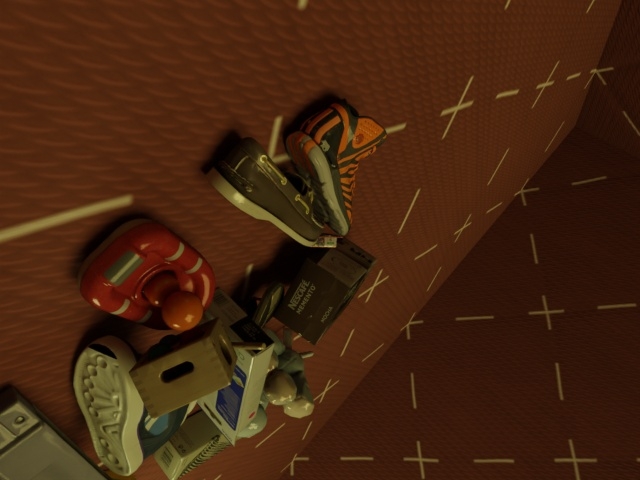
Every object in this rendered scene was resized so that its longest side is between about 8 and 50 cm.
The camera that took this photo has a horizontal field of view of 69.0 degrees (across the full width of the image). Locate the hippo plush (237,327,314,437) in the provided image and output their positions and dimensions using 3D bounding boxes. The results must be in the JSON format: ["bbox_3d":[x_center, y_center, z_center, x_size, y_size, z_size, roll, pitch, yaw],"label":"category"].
[{"bbox_3d":[-0.171,0.367,1.219,0.237,0.234,0.294,-36,-161,10],"label":"hippo plush"}]

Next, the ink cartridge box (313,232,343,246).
[{"bbox_3d":[0.000,0.000,1.026,0.063,0.115,0.029,1,95,-20],"label":"ink cartridge box"}]

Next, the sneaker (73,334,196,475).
[{"bbox_3d":[-0.320,0.258,0.888,0.236,0.130,0.322,-46,148,-56],"label":"sneaker"}]

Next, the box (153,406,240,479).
[{"bbox_3d":[-0.304,0.525,1.271,0.275,0.094,0.113,-13,136,-52],"label":"box"}]

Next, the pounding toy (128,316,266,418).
[{"bbox_3d":[-0.193,0.179,0.784,0.181,0.094,0.206,-24,-174,-3],"label":"pounding toy"}]

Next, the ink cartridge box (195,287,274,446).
[{"bbox_3d":[-0.205,0.289,1.018,0.069,0.176,0.370,-27,146,-42],"label":"ink cartridge box"}]

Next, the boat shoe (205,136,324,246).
[{"bbox_3d":[-0.066,-0.077,0.829,0.096,0.116,0.324,-50,149,5],"label":"boat shoe"}]

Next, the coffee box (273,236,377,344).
[{"bbox_3d":[0.022,0.109,1.134,0.168,0.119,0.297,-59,170,17],"label":"coffee box"}]

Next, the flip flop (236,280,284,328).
[{"bbox_3d":[-0.170,0.183,1.057,0.277,0.080,0.112,-52,176,40],"label":"flip flop"}]

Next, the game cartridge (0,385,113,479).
[{"bbox_3d":[-0.489,0.420,0.740,0.230,0.068,0.354,-41,134,-29],"label":"game cartridge"}]

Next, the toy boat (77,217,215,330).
[{"bbox_3d":[-0.236,0.079,0.711,0.151,0.151,0.231,-47,155,-7],"label":"toy boat"}]

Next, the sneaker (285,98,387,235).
[{"bbox_3d":[0.056,-0.141,0.925,0.180,0.125,0.321,-43,154,-13],"label":"sneaker"}]

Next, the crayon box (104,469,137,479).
[{"bbox_3d":[-0.599,0.680,0.980,0.362,0.106,0.313,-53,155,2],"label":"crayon box"}]
